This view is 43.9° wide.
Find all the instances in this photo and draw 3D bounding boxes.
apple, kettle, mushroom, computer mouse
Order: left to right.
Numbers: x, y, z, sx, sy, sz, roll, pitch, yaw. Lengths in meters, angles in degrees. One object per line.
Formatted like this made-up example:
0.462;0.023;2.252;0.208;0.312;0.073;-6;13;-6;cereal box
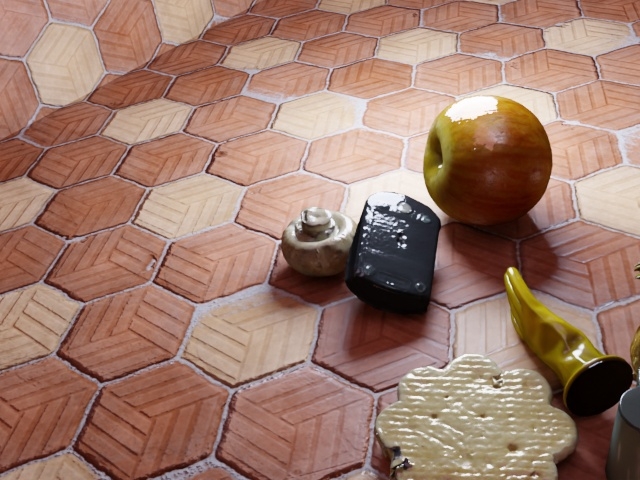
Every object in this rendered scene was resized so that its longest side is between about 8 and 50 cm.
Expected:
0.000;0.000;1.622;0.166;0.127;0.166;-7;43;7;mushroom
0.141;0.028;1.557;0.170;0.100;0.269;17;49;-2;computer mouse
0.345;-0.162;1.653;0.233;0.286;0.286;1;35;-12;apple
0.467;0.278;1.125;0.098;0.148;0.127;24;47;38;kettle

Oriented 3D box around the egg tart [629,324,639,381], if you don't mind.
0.586;0.184;1.243;0.191;0.191;0.074;21;11;35;egg tart

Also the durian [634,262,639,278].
0.676;0.063;1.357;0.306;0.166;0.172;0;39;-3;durian

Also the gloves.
0.385;0.148;1.329;0.116;0.133;0.294;-16;36;-10;gloves

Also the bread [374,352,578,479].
0.234;0.299;1.228;0.316;0.054;0.316;-7;36;5;bread
